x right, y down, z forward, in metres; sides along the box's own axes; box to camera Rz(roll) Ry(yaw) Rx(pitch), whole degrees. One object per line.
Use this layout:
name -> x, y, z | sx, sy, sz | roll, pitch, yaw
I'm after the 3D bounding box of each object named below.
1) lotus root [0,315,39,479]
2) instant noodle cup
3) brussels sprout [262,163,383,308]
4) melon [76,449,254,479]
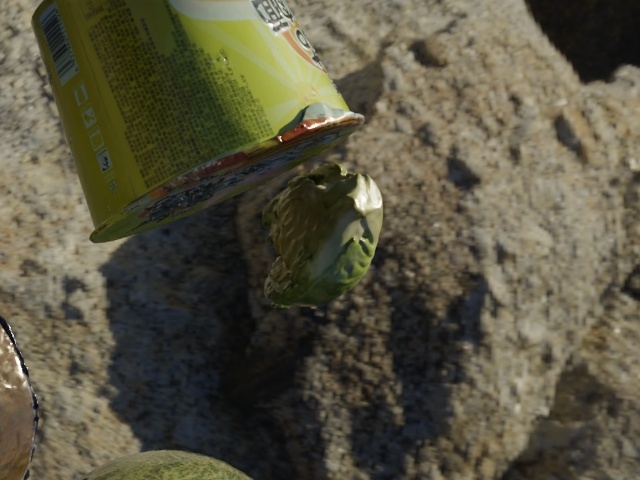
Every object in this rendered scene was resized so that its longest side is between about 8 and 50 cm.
lotus root -> -0.470, 0.197, 1.445 | 0.192, 0.272, 0.272 | -22, 99, -49
instant noodle cup -> -0.119, -0.137, 1.113 | 0.264, 0.264, 0.200 | -24, 87, -26
brussels sprout -> 0.003, 0.001, 1.224 | 0.100, 0.181, 0.139 | 33, 53, -27
melon -> -0.142, 0.308, 1.112 | 0.249, 0.329, 0.248 | -1, 84, 11
